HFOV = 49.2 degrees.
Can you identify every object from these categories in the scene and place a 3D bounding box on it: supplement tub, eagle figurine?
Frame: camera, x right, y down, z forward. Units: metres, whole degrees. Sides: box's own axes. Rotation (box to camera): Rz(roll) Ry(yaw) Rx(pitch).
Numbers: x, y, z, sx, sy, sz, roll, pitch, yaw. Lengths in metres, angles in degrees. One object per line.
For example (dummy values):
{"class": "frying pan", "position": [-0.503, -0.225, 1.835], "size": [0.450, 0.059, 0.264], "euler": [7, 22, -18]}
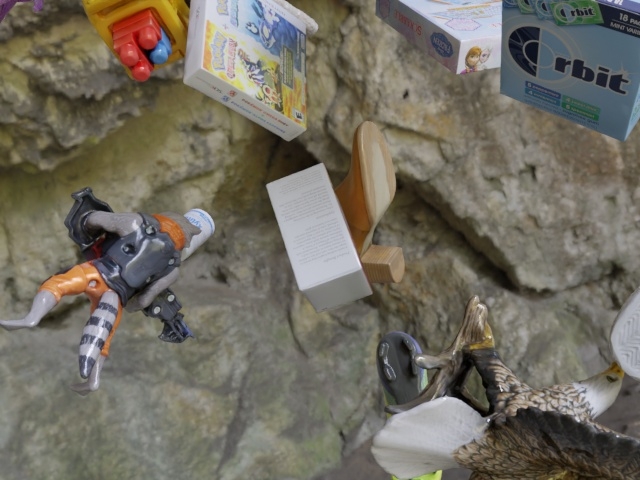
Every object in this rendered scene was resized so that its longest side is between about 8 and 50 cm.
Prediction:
{"class": "supplement tub", "position": [-0.269, -0.012, 1.411], "size": [0.071, 0.071, 0.107], "euler": [-21, 18, 34]}
{"class": "eagle figurine", "position": [0.214, 0.180, 0.576], "size": [0.225, 0.298, 0.226], "euler": [-50, -34, -1]}

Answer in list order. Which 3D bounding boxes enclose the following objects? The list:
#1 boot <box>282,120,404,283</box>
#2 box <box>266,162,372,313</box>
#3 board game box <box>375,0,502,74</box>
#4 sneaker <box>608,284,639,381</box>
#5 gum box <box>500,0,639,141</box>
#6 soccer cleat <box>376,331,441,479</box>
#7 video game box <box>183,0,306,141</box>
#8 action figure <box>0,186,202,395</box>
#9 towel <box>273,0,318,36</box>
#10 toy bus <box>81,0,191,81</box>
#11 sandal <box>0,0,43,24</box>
{"class": "boot", "position": [0.019, -0.054, 1.171], "size": [0.211, 0.295, 0.104], "euler": [4, 29, 31]}
{"class": "box", "position": [0.000, 0.000, 1.008], "size": [0.091, 0.170, 0.130], "euler": [-21, -22, 3]}
{"class": "board game box", "position": [0.316, -0.426, 1.334], "size": [0.318, 0.066, 0.318], "euler": [-13, 39, -18]}
{"class": "sneaker", "position": [0.376, 0.012, 0.617], "size": [0.292, 0.108, 0.169], "euler": [-41, -5, 12]}
{"class": "gum box", "position": [0.270, -0.201, 0.739], "size": [0.041, 0.157, 0.184], "euler": [-52, -27, -16]}
{"class": "soccer cleat", "position": [0.155, 0.299, 1.191], "size": [0.093, 0.289, 0.121], "euler": [-10, -15, 11]}
{"class": "video game box", "position": [-0.099, -0.267, 0.981], "size": [0.187, 0.205, 0.048], "euler": [22, -36, -38]}
{"class": "action figure", "position": [-0.300, 0.093, 1.132], "size": [0.178, 0.341, 0.330], "euler": [1, 48, 44]}
{"class": "towel", "position": [-0.146, -0.540, 1.611], "size": [0.187, 0.049, 0.282], "euler": [22, 7, -37]}
{"class": "toy bus", "position": [-0.270, -0.335, 0.978], "size": [0.149, 0.211, 0.220], "euler": [-19, -39, 9]}
{"class": "sandal", "position": [-0.498, -0.418, 1.155], "size": [0.416, 0.102, 0.169], "euler": [-37, 18, 34]}
